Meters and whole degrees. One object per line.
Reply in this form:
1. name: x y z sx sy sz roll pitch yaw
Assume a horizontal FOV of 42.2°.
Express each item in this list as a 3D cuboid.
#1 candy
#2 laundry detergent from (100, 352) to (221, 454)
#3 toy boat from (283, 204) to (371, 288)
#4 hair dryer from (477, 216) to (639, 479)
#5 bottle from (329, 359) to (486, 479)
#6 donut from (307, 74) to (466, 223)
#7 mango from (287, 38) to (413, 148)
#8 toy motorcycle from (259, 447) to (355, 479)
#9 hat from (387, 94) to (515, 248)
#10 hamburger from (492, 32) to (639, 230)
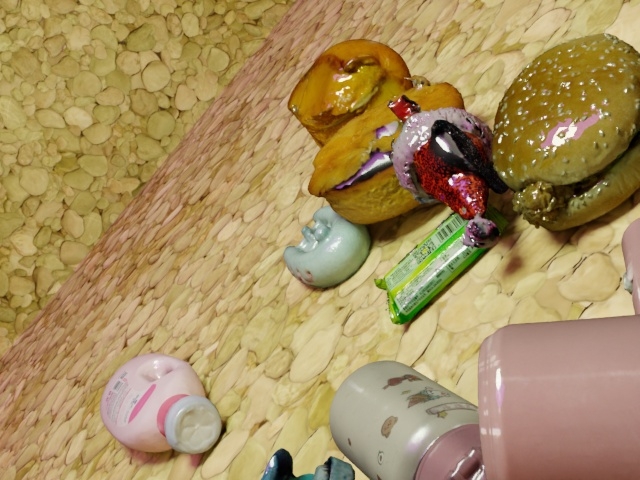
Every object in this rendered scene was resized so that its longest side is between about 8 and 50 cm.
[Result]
1. candy: 0.144 0.022 0.998 0.178 0.032 0.102 -43 26 10
2. laundry detergent: -0.246 0.256 1.282 0.159 0.088 0.335 -56 24 -18
3. toy boat: 0.000 0.000 1.250 0.134 0.079 0.207 -48 20 -5
4. hair dryer: 0.236 0.064 0.602 0.210 0.125 0.352 -6 20 18
5. bottle: 0.099 0.184 0.716 0.110 0.110 0.233 -52 23 -8
6. donut: 0.097 -0.126 1.165 0.253 0.118 0.253 -25 27 13
7. mango: 0.043 -0.235 1.440 0.199 0.201 0.350 -15 7 -14
8. toy motorcycle: -0.037 0.319 0.726 0.206 0.154 0.260 122 172 -60
9. hat: 0.156 -0.071 0.949 0.128 0.140 0.227 -25 34 9
10. hamburger: 0.266 -0.113 0.869 0.189 0.122 0.215 -22 37 45
